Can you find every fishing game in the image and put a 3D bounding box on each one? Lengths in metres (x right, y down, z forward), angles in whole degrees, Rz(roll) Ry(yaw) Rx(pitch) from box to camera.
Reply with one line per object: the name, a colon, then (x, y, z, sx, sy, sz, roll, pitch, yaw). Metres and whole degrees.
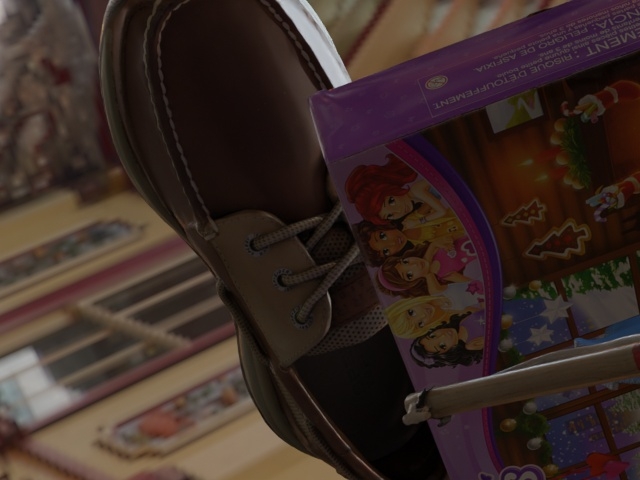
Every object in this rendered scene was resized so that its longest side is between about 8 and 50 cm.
fishing game: (0.159, 0.017, 0.531, 0.189, 0.264, 0.041, -18, -94, 54)

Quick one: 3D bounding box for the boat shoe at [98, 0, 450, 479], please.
boat shoe: (0.000, 0.000, 0.934, 0.116, 0.123, 0.324, 41, -17, 50)

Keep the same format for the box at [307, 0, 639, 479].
box: (0.137, 0.037, 0.787, 0.057, 0.201, 0.293, -104, 173, -57)
